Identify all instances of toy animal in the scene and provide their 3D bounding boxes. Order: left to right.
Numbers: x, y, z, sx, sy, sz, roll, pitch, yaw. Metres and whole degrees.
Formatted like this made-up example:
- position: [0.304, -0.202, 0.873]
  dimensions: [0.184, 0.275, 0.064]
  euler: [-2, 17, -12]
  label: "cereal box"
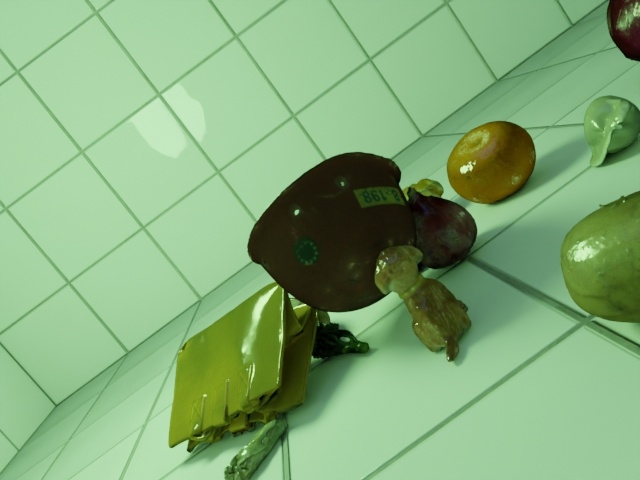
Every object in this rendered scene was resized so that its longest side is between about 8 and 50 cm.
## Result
- position: [0.166, 0.097, 1.009]
  dimensions: [0.104, 0.185, 0.184]
  euler: [-33, 11, 14]
  label: "toy animal"

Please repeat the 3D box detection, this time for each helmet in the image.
- position: [0.067, 0.019, 1.208]
  dimensions: [0.385, 0.230, 0.337]
  euler: [-5, -39, -45]
  label: "helmet"

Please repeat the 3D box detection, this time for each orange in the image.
- position: [0.427, -0.189, 1.495]
  dimensions: [0.224, 0.170, 0.224]
  euler: [-38, 30, 26]
  label: "orange"

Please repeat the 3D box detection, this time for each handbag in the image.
- position: [-0.176, 0.291, 1.312]
  dimensions: [0.401, 0.133, 0.282]
  euler: [-33, 33, 34]
  label: "handbag"

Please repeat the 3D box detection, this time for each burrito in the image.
- position: [-0.118, 0.381, 1.090]
  dimensions: [0.055, 0.041, 0.149]
  euler: [-11, 21, 38]
  label: "burrito"

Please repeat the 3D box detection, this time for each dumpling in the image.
- position: [0.608, -0.226, 1.270]
  dimensions: [0.111, 0.181, 0.155]
  euler: [30, 97, 42]
  label: "dumpling"

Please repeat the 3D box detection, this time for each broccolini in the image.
- position: [0.044, 0.226, 1.277]
  dimensions: [0.091, 0.068, 0.203]
  euler: [-53, 30, -18]
  label: "broccolini"

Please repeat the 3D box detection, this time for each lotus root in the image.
- position: [0.433, -0.007, 0.671]
  dimensions: [0.343, 0.151, 0.169]
  euler: [-30, 12, 47]
  label: "lotus root"

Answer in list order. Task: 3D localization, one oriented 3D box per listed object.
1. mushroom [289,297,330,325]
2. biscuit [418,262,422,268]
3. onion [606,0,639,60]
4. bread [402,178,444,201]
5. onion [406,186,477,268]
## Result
- position: [-0.065, 0.216, 1.492]
  dimensions: [0.286, 0.155, 0.151]
  euler: [-28, -15, 39]
  label: "mushroom"
- position: [0.203, 0.047, 1.499]
  dimensions: [0.195, 0.053, 0.194]
  euler: [-34, 10, 7]
  label: "biscuit"
- position: [0.873, -0.664, 1.450]
  dimensions: [0.399, 0.420, 0.398]
  euler: [-25, 15, 7]
  label: "onion"
- position: [0.221, -0.051, 1.690]
  dimensions: [0.311, 0.121, 0.173]
  euler: [-36, 13, 1]
  label: "bread"
- position: [0.247, -0.035, 1.317]
  dimensions: [0.159, 0.195, 0.159]
  euler: [-40, 6, 6]
  label: "onion"
